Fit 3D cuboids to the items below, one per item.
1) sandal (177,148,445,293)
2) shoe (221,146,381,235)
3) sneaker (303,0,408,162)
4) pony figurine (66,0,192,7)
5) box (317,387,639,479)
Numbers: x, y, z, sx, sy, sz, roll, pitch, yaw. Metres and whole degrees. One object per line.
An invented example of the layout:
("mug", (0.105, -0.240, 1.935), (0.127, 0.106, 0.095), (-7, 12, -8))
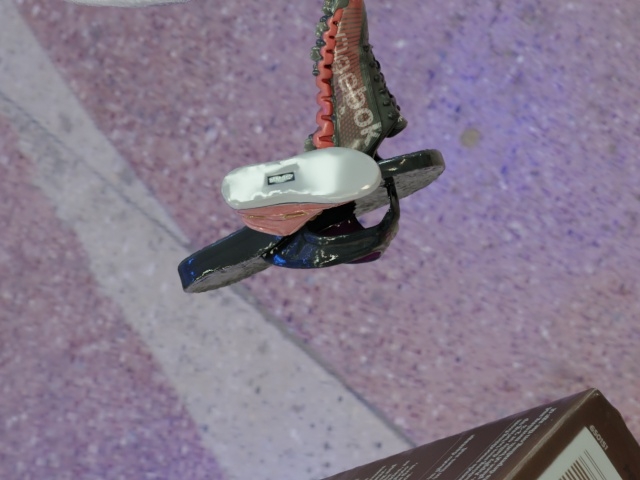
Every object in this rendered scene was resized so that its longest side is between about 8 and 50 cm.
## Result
("sandal", (0.001, 0.000, 1.834), (0.446, 0.167, 0.107), (-28, 77, 38))
("shoe", (-0.014, -0.052, 1.540), (0.178, 0.081, 0.063), (-7, 64, 13))
("sneaker", (0.051, -0.198, 1.838), (0.135, 0.097, 0.276), (5, 105, 6))
("pony figurine", (0.061, -0.186, 0.306), (0.351, 0.363, 0.303), (31, 122, 49))
("box", (0.068, 0.256, 1.064), (0.381, 0.191, 0.143), (-27, 97, 51))
